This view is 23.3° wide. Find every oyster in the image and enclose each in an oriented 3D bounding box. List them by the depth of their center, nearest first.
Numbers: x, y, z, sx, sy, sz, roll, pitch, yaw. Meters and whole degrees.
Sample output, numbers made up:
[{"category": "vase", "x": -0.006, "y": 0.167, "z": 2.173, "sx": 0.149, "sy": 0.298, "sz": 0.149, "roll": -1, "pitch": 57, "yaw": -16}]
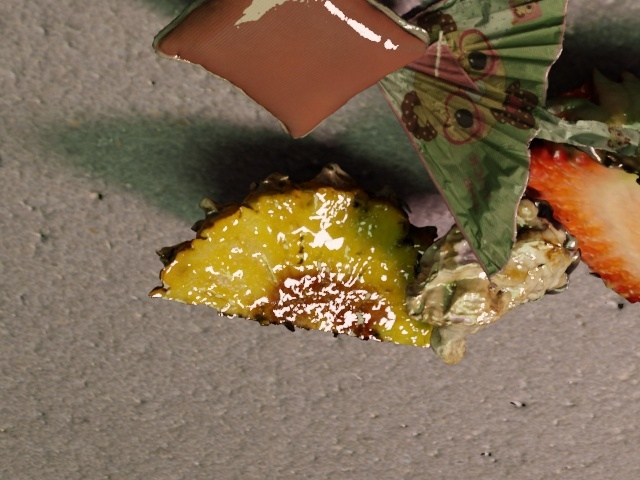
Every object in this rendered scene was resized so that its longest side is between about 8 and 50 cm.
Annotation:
[{"category": "oyster", "x": 0.153, "y": 0.050, "z": 1.400, "sx": 0.163, "sy": 0.081, "sz": 0.191, "roll": -3, "pitch": 142, "yaw": -11}]

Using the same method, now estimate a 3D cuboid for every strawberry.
[{"category": "strawberry", "x": 0.302, "y": -0.044, "z": 1.395, "sx": 0.233, "sy": 0.138, "sz": 0.306, "roll": 17, "pitch": 160, "yaw": 24}]

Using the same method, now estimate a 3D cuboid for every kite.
[{"category": "kite", "x": 0.143, "y": -0.120, "z": 1.291, "sx": 0.267, "sy": 0.013, "sz": 0.323, "roll": 24, "pitch": 116, "yaw": 27}]

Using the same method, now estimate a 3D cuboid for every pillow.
[{"category": "pillow", "x": -0.022, "y": -0.173, "z": 1.298, "sx": 0.171, "sy": 0.075, "sz": 0.179, "roll": -34, "pitch": 130, "yaw": 31}]

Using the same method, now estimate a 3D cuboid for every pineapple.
[{"category": "pineapple", "x": -0.002, "y": -0.001, "z": 1.487, "sx": 0.334, "sy": 0.158, "sz": 0.161, "roll": 10, "pitch": 99, "yaw": -17}]
